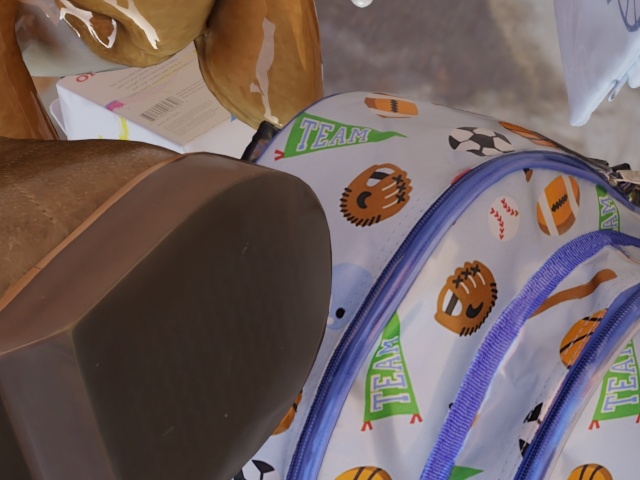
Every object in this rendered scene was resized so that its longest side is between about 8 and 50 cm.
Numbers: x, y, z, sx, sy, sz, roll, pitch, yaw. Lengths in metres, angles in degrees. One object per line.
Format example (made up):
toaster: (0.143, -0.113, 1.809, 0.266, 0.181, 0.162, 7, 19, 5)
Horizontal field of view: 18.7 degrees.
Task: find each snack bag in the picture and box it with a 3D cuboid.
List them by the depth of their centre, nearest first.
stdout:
snack bag: (0.244, -0.280, 1.655, 0.037, 0.323, 0.342, -4, 166, -7)

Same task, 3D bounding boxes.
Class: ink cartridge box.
ink cartridge box: (-0.098, -0.069, 1.263, 0.143, 0.092, 0.090, 28, 139, 38)

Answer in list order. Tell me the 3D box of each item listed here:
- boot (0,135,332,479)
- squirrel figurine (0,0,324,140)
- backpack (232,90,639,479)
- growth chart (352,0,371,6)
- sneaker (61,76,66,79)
boot: (-0.132, 0.065, 0.432, 0.115, 0.305, 0.112, 20, 130, 32)
squirrel figurine: (-0.232, -0.180, 0.901, 0.281, 0.370, 0.397, 31, 133, 50)
backpack: (0.055, 0.070, 0.803, 0.213, 0.276, 0.263, 17, 175, 44)
growth chart: (-0.017, -0.226, 1.186, 0.237, 0.021, 0.172, 15, 112, -42)
sneaker: (-0.137, -0.075, 1.411, 0.079, 0.121, 0.217, -16, 117, -10)
